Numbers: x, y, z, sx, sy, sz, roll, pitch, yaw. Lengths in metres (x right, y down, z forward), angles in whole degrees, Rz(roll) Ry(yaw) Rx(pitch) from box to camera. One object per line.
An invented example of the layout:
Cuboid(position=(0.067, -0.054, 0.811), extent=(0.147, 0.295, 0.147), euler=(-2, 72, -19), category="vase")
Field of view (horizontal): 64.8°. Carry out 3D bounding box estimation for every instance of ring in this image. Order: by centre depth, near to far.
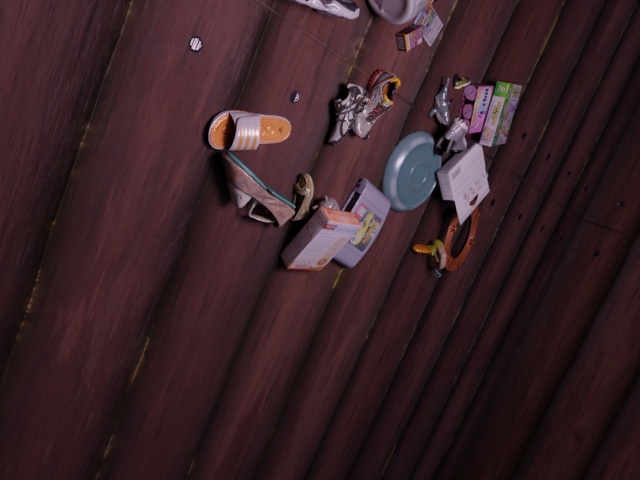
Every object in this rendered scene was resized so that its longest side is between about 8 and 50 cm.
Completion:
Cuboid(position=(0.633, -0.021, 2.238), extent=(0.336, 0.032, 0.337), euler=(-28, 128, -43), category="ring")

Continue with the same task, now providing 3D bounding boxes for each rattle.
Cuboid(position=(0.457, 0.092, 2.157), extent=(0.142, 0.130, 0.200), euler=(-24, 154, -19), category="rattle")

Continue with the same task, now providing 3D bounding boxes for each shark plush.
Cuboid(position=(0.454, -0.505, 1.825), extent=(0.073, 0.067, 0.161), euler=(-3, 114, -42), category="shark plush")

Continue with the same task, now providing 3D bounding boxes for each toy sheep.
Cuboid(position=(0.020, -0.095, 1.631), extent=(0.091, 0.091, 0.132), euler=(-39, 152, -21), category="toy sheep")

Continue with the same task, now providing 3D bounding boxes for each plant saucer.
Cuboid(position=(0.356, -0.250, 1.893), extent=(0.317, 0.043, 0.318), euler=(-21, 125, -33), category="plant saucer")

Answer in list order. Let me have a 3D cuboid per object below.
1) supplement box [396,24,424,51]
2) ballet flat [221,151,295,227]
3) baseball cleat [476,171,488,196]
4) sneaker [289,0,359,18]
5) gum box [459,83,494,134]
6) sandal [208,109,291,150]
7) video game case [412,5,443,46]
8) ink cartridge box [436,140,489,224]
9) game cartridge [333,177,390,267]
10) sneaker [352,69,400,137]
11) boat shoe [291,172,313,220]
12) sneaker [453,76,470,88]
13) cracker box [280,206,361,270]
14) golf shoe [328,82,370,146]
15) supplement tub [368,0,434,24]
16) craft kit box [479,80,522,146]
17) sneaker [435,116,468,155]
Cuboid(position=(0.286, -0.647, 1.608), extent=(0.083, 0.043, 0.055), euler=(-36, 132, -23), category="supplement box")
Cuboid(position=(-0.185, -0.123, 1.413), extent=(0.106, 0.107, 0.316), euler=(-51, 136, 1), category="ballet flat")
Cuboid(position=(0.657, -0.219, 2.168), extent=(0.205, 0.072, 0.110), euler=(-32, 130, -25), category="baseball cleat")
Cuboid(position=(0.012, -0.670, 1.294), extent=(0.268, 0.101, 0.153), euler=(-2, 116, -40), category="sneaker")
Cuboid(position=(0.601, -0.510, 1.963), extent=(0.107, 0.062, 0.189), euler=(-16, 122, -38), category="gum box")
Cuboid(position=(-0.171, -0.294, 1.348), extent=(0.265, 0.076, 0.102), euler=(-14, 121, -38), category="sandal")
Cuboid(position=(0.355, -0.714, 1.660), extent=(0.122, 0.011, 0.087), euler=(32, 90, -47), category="video game case")
Cuboid(position=(0.583, -0.236, 2.036), extent=(0.275, 0.060, 0.239), euler=(-42, 126, -33), category="ink cartridge box")
Cuboid(position=(0.132, -0.052, 1.785), extent=(0.196, 0.060, 0.294), euler=(31, 89, -51), category="game cartridge")
Cuboid(position=(0.171, -0.428, 1.584), extent=(0.088, 0.092, 0.225), euler=(20, 99, -48), category="sneaker")
Cuboid(position=(-0.061, -0.133, 1.558), extent=(0.048, 0.056, 0.153), euler=(-16, 129, -42), category="boat shoe")
Cuboid(position=(0.528, -0.592, 1.873), extent=(0.083, 0.031, 0.035), euler=(-34, 131, -25), category="sneaker")
Cuboid(position=(0.000, 0.000, 1.608), extent=(0.155, 0.067, 0.232), euler=(8, 134, -45), category="cracker box")
Cuboid(position=(0.066, -0.385, 1.537), extent=(0.093, 0.077, 0.198), euler=(30, 103, -16), category="golf shoe")
Cuboid(position=(0.290, -0.776, 1.433), extent=(0.316, 0.193, 0.194), euler=(-43, 135, -18), category="supplement tub")
Cuboid(position=(0.734, -0.513, 2.045), extent=(0.249, 0.060, 0.247), euler=(-23, 126, -55), category="craft kit box")
Cuboid(position=(0.481, -0.361, 1.897), extent=(0.132, 0.086, 0.229), euler=(-48, 158, -4), category="sneaker")
